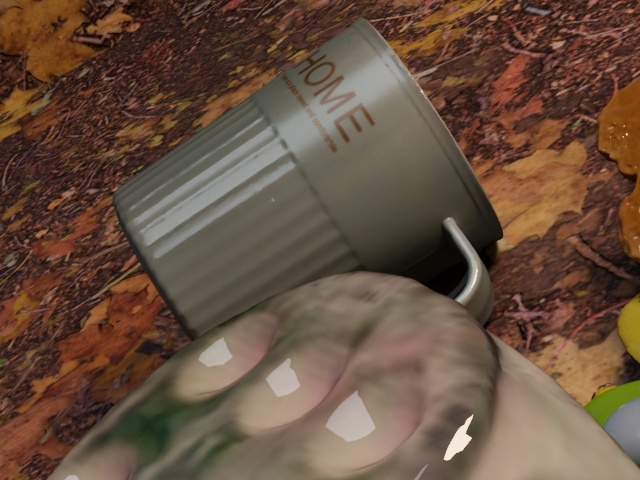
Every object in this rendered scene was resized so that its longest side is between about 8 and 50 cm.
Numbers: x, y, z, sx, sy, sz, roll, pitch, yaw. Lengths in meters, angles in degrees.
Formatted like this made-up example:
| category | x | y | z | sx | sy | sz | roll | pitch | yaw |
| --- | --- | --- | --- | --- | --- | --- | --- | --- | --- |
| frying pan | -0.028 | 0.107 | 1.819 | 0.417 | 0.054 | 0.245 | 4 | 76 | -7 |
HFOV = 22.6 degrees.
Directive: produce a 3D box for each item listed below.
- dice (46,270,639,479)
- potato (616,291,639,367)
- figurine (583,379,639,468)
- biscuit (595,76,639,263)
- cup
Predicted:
| category | x | y | z | sx | sy | sz | roll | pitch | yaw |
| --- | --- | --- | --- | --- | --- | --- | --- | --- | --- |
| dice | 0.021 | 0.245 | 0.939 | 0.330 | 0.348 | 0.328 | -37 | 24 | -17 |
| potato | 0.318 | 0.088 | 1.247 | 0.119 | 0.054 | 0.198 | -40 | 31 | -29 |
| figurine | 0.243 | 0.162 | 1.098 | 0.162 | 0.143 | 0.263 | 8 | 11 | 0 |
| biscuit | 0.363 | -0.069 | 1.258 | 0.376 | 0.051 | 0.269 | 16 | 79 | 52 |
| cup | 0.000 | 0.000 | 1.588 | 0.311 | 0.331 | 0.257 | -33 | -9 | 0 |
